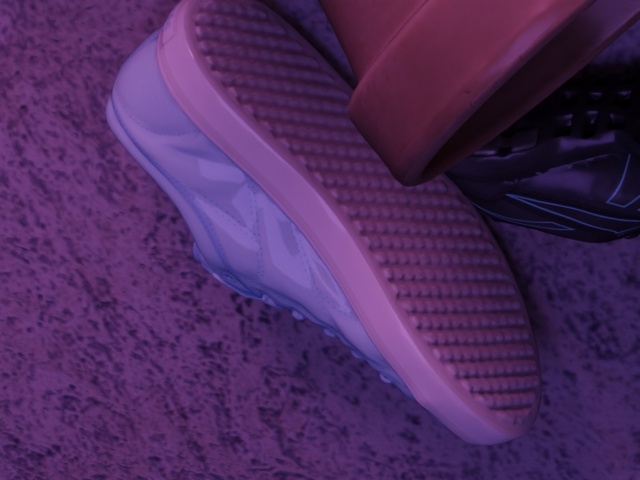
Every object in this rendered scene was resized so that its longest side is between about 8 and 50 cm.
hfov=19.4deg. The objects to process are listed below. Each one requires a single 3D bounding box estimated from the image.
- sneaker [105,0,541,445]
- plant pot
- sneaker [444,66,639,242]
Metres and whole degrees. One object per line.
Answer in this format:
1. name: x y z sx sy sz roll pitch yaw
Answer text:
1. sneaker: 0.000 0.000 1.266 0.366 0.135 0.150 52 136 -7
2. plant pot: 0.076 -0.196 1.026 0.229 0.263 0.263 50 130 7
3. sneaker: 0.201 -0.055 1.166 0.267 0.101 0.106 3 143 25
